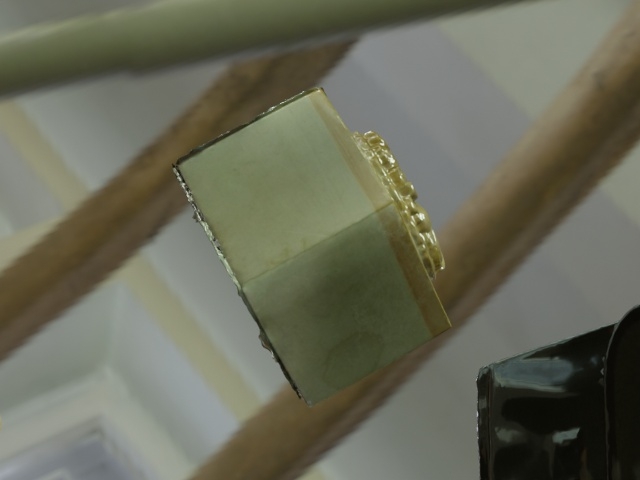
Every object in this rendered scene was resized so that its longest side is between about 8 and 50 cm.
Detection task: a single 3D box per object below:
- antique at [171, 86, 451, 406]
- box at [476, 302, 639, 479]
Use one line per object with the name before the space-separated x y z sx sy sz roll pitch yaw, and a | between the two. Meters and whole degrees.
antique | 0.000 0.000 1.401 0.152 0.148 0.146 60 -1 45
box | 0.276 0.249 1.448 0.204 0.251 0.345 -25 -121 51
